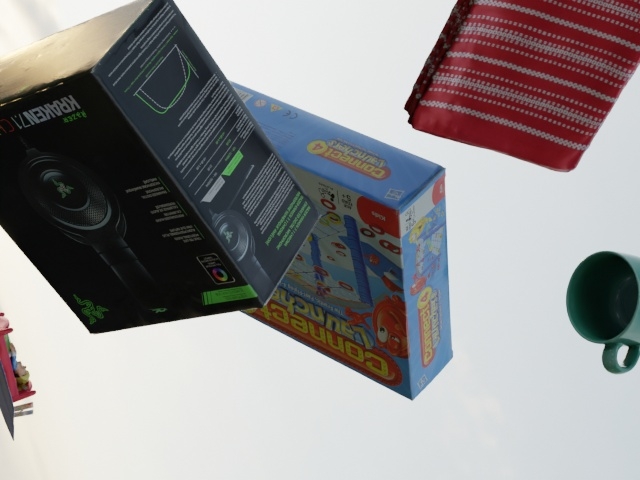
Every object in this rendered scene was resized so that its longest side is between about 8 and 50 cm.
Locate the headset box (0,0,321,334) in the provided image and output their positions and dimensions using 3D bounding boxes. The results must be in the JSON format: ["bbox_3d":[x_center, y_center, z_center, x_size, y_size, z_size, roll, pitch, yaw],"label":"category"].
[{"bbox_3d":[-0.174,-0.052,1.187,0.246,0.131,0.283,-10,-55,39],"label":"headset box"}]

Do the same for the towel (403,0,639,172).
[{"bbox_3d":[0.219,-0.194,1.232,0.031,0.198,0.275,-94,-155,-52],"label":"towel"}]

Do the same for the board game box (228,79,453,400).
[{"bbox_3d":[0.000,0.000,1.491,0.308,0.086,0.302,25,-38,30],"label":"board game box"}]

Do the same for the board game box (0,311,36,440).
[{"bbox_3d":[-0.307,0.117,1.269,0.133,0.033,0.169,66,-21,18],"label":"board game box"}]

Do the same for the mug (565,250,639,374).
[{"bbox_3d":[0.420,0.096,1.815,0.129,0.097,0.158,37,-68,47],"label":"mug"}]
